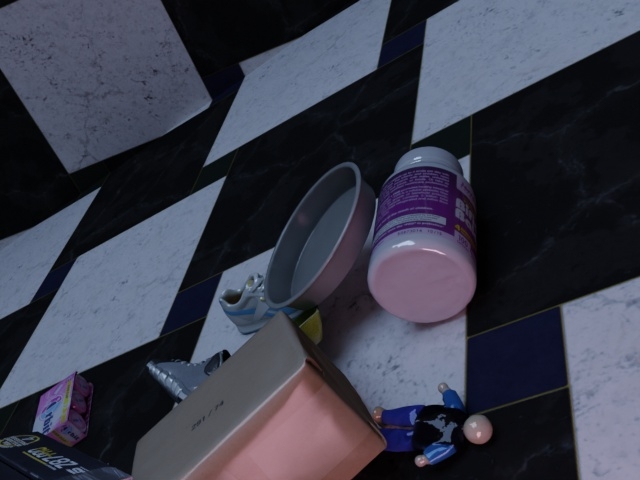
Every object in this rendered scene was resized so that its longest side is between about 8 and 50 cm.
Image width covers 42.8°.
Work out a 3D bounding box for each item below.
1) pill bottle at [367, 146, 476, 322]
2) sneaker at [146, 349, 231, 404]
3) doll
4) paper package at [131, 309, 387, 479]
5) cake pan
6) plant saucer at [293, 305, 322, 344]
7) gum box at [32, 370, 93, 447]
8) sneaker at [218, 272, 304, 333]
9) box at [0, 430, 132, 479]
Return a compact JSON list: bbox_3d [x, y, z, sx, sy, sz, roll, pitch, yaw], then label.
[{"bbox_3d":[0.173,-0.023,1.343,0.169,0.169,0.301,-25,31,27],"label":"pill bottle"},{"bbox_3d":[-0.233,0.253,1.559,0.132,0.086,0.228,-44,37,-18],"label":"sneaker"},{"bbox_3d":[0.147,0.249,1.099,0.189,0.046,0.129,-11,40,45],"label":"doll"},{"bbox_3d":[-0.104,0.290,1.163,0.325,0.168,0.309,-43,13,-1],"label":"paper package"},{"bbox_3d":[0.000,0.000,1.443,0.293,0.054,0.293,-48,23,28],"label":"cake pan"},{"bbox_3d":[-0.062,0.189,1.404,0.188,0.045,0.188,-41,1,0],"label":"plant saucer"},{"bbox_3d":[-0.567,0.382,1.798,0.107,0.062,0.188,-36,27,8],"label":"gum box"},{"bbox_3d":[-0.095,0.105,1.579,0.228,0.092,0.087,-25,29,25],"label":"sneaker"},{"bbox_3d":[-0.336,0.473,1.058,0.097,0.395,0.318,-5,3,-40],"label":"box"}]
